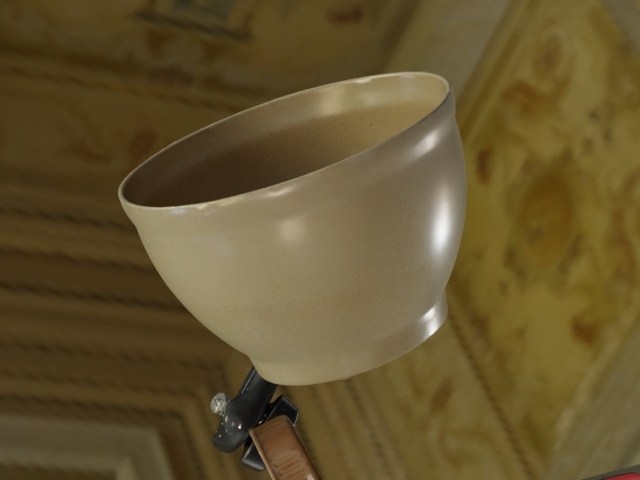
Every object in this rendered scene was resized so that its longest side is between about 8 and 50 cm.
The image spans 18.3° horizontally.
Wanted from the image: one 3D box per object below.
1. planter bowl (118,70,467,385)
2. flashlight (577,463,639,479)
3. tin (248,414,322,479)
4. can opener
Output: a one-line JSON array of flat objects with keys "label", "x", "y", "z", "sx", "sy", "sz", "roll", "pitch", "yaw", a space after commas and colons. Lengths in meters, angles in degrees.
[{"label": "planter bowl", "x": 0.000, "y": 0.000, "z": 0.931, "sx": 0.162, "sy": 0.109, "sz": 0.162, "roll": -18, "pitch": -163, "yaw": 6}, {"label": "flashlight", "x": 0.189, "y": 0.178, "z": 1.247, "sx": 0.103, "sy": 0.304, "sz": 0.103, "roll": 41, "pitch": -139, "yaw": -39}, {"label": "tin", "x": 0.002, "y": 0.217, "z": 1.493, "sx": 0.190, "sy": 0.040, "sz": 0.106, "roll": 61, "pitch": -179, "yaw": 24}, {"label": "can opener", "x": -0.043, "y": 0.118, "z": 1.832, "sx": 0.073, "sy": 0.186, "sz": 0.059, "roll": 29, "pitch": 171, "yaw": -20}]
